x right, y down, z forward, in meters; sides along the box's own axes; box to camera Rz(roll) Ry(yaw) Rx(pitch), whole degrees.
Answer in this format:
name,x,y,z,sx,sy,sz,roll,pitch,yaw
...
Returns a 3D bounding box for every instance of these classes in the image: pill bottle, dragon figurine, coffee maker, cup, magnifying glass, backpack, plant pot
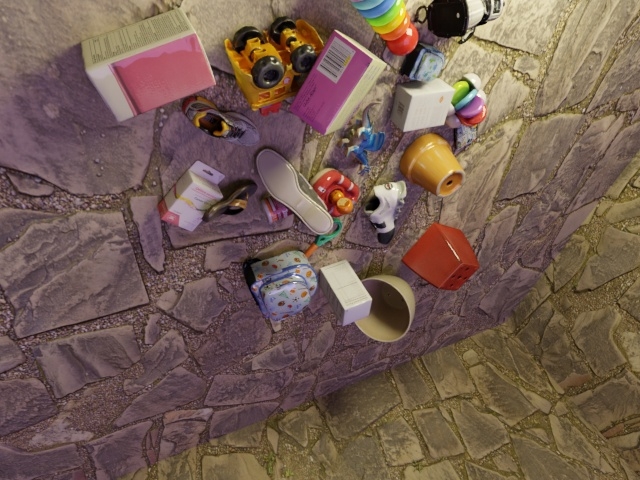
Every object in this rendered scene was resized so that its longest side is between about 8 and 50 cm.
name,x,y,z,sx,sy,sz,roll,pitch,yaw
pill bottle,-0.121,-0.125,1.398,0.151,0.086,0.086,-23,142,-11
dragon figurine,0.153,-0.342,1.347,0.143,0.085,0.289,-6,140,-33
coffee maker,0.392,-0.650,1.144,0.178,0.171,0.120,-32,153,-28
cup,0.339,0.305,2.048,0.237,0.331,0.331,-27,152,-53
magnifying glass,0.000,0.000,1.671,0.231,0.026,0.092,-46,140,18
backpack,0.325,-0.539,1.253,0.114,0.084,0.105,-9,139,-31
plant pot,0.436,-0.267,1.543,0.205,0.188,0.205,-19,140,-16
backpack,-0.143,0.170,1.620,0.263,0.213,0.277,-28,142,-15
plant pot,0.622,0.103,2.041,0.267,0.236,0.267,10,125,-41

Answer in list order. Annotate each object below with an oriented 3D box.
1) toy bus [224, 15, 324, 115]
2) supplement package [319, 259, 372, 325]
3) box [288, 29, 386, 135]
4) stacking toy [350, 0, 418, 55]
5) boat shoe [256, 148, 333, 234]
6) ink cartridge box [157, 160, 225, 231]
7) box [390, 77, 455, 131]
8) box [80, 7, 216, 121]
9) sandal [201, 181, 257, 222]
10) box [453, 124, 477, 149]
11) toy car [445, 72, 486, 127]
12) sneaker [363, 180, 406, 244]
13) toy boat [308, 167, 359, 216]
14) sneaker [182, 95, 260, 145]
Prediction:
name,x,y,z,sx,sy,sz,roll,pitch,yaw
toy bus,-0.111,-0.425,1.045,0.220,0.150,0.211,-25,155,-13
supplement package,0.106,0.230,1.817,0.138,0.244,0.134,-17,140,-18
box,0.052,-0.410,1.077,0.214,0.117,0.243,-54,178,26
stacking toy,0.161,-0.602,1.054,0.141,0.141,0.330,-44,148,15
boat shoe,-0.084,-0.155,1.322,0.112,0.095,0.335,-39,106,9
ink cartridge box,-0.380,-0.131,1.228,0.198,0.067,0.115,-45,141,16
box,0.335,-0.449,1.352,0.170,0.091,0.130,-15,139,-21
box,-0.371,-0.384,0.890,0.232,0.149,0.127,-25,143,-8
sandal,-0.272,-0.109,1.273,0.219,0.060,0.090,-42,177,-44
box,0.564,-0.427,1.587,0.093,0.027,0.137,-28,143,-3
toy car,0.509,-0.467,1.416,0.159,0.136,0.182,-41,142,12
sneaker,0.240,-0.109,1.662,0.146,0.123,0.331,-3,138,-6
toy boat,0.059,-0.148,1.438,0.151,0.151,0.231,-50,139,13
sneaker,-0.259,-0.301,1.104,0.225,0.093,0.088,11,125,-42
